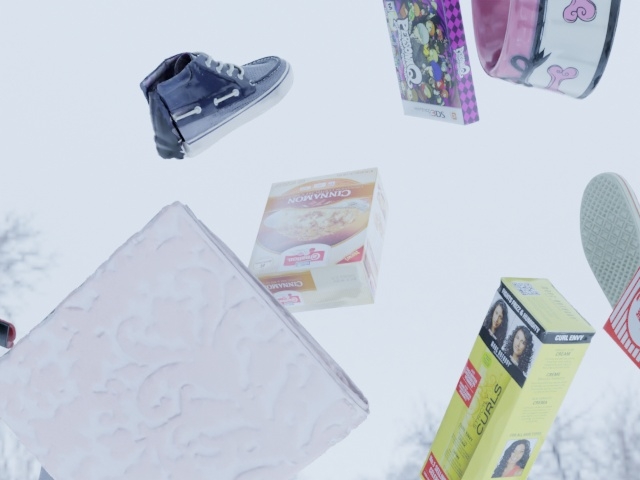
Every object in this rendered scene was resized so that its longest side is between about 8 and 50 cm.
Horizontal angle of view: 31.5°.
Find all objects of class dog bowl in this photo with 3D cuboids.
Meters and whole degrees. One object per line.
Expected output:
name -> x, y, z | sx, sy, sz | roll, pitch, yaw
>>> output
dog bowl -> 0.330, -0.419, 1.731 | 0.150, 0.408, 0.408 | -1, -18, -4

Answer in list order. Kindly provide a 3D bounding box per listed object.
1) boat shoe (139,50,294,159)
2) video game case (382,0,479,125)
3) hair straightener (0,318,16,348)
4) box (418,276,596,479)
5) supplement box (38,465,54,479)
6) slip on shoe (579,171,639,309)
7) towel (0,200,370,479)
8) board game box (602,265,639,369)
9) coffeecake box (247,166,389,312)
boat shoe -> -0.185, -0.295, 2.096 | 0.127, 0.340, 0.158 | 12, -48, 38
video game case -> 0.198, -0.332, 2.059 | 0.041, 0.232, 0.210 | -20, 20, -23
hair straightener -> -0.517, 0.095, 1.487 | 0.230, 0.047, 0.089 | 27, 27, 13
box -> 0.164, 0.151, 1.029 | 0.058, 0.087, 0.232 | 2, -58, -27
supplement box -> -0.291, 0.436, 1.955 | 0.356, 0.195, 0.194 | 15, -11, -25
slip on shoe -> 0.517, 0.040, 1.850 | 0.101, 0.331, 0.123 | -30, 10, -39
towel -> -0.167, 0.170, 1.251 | 0.332, 0.317, 0.053 | -40, 4, 13
board game box -> 0.481, 0.085, 1.545 | 0.045, 0.147, 0.194 | 16, -68, -26
coffeecake box -> 0.000, 0.000, 1.372 | 0.142, 0.186, 0.068 | -8, -53, 16
